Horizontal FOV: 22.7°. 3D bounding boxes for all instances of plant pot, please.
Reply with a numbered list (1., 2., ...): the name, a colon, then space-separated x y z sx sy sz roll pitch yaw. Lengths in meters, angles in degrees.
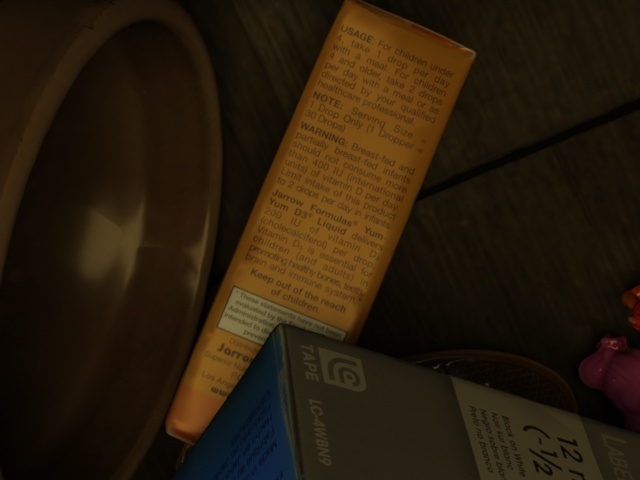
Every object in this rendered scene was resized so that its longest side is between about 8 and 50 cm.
1. plant pot: -0.196 -0.009 0.764 0.229 0.263 0.263 13 103 16

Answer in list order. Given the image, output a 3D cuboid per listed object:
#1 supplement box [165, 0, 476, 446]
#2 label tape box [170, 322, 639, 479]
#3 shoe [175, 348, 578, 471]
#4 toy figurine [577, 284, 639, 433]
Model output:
1. supplement box: 0.000 0.000 0.808 0.080 0.078 0.233 21 88 -1
2. label tape box: 0.076 0.204 0.783 0.348 0.115 0.249 20 124 -22
3. shoe: 0.030 0.105 0.874 0.219 0.058 0.076 -8 83 -3
4. toy figurine: 0.201 0.066 0.845 0.159 0.130 0.173 -45 77 18
